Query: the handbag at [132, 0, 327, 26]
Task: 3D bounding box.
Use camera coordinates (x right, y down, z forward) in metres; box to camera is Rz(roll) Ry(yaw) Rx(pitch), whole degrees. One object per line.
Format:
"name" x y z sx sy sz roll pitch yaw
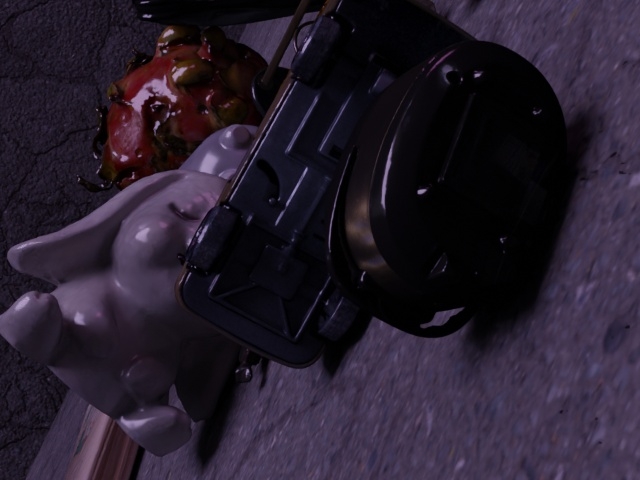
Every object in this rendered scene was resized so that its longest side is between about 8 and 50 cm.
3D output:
"handbag" -0.098 -0.339 1.620 0.191 0.332 0.074 -100 2 -69

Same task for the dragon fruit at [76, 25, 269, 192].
"dragon fruit" -0.179 -0.173 1.690 0.250 0.269 0.291 -90 24 -44

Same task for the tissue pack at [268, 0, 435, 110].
"tissue pack" 0.024 -0.165 1.195 0.183 0.092 0.226 -64 10 2

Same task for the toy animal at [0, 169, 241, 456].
"toy animal" -0.168 0.046 1.221 0.265 0.272 0.206 -52 16 -8

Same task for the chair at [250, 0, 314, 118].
"chair" -0.018 -0.214 1.456 0.104 0.095 0.221 -58 6 -37

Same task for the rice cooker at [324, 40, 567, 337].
"rice cooker" 0.070 -0.031 0.665 0.106 0.112 0.165 -30 36 59

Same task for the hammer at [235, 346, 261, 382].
"hammer" 0.001 0.000 1.092 0.297 0.027 0.125 -57 11 27

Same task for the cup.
"cup" -0.071 -0.064 1.363 0.142 0.174 0.134 141 121 -60

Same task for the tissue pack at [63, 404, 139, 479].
"tissue pack" -0.296 0.305 1.604 0.170 0.071 0.325 -53 17 34

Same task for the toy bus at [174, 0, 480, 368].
"toy bus" 0.001 -0.053 0.943 0.289 0.139 0.157 -62 8 1
